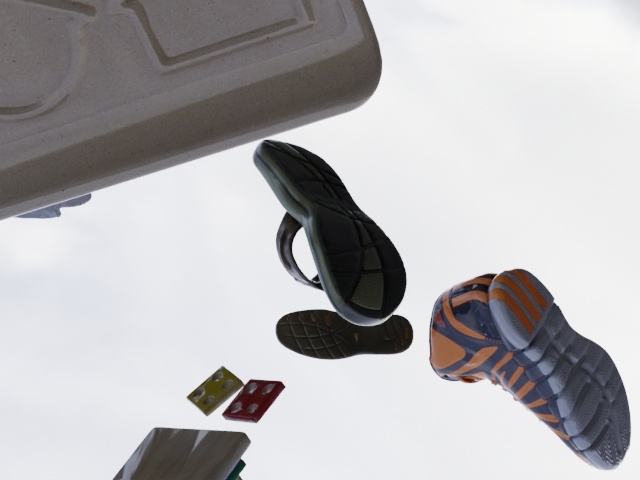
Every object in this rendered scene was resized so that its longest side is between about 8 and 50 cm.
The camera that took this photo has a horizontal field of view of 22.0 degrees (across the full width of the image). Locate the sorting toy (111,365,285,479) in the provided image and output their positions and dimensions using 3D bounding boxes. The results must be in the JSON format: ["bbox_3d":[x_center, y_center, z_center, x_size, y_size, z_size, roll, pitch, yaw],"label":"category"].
[{"bbox_3d":[-0.127,0.223,1.447,0.046,0.132,0.274,55,-127,-26],"label":"sorting toy"}]

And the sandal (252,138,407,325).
[{"bbox_3d":[0.001,0.000,1.759,0.120,0.086,0.303,20,-156,-34],"label":"sandal"}]

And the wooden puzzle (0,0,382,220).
[{"bbox_3d":[-0.161,-0.209,1.055,0.080,0.322,0.348,-83,-26,-62],"label":"wooden puzzle"}]

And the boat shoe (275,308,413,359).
[{"bbox_3d":[0.027,0.122,2.097,0.178,0.064,0.060,2,174,-13],"label":"boat shoe"}]

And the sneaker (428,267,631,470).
[{"bbox_3d":[0.262,0.169,2.116,0.321,0.180,0.124,55,-129,-18],"label":"sneaker"}]

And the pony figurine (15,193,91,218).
[{"bbox_3d":[-0.509,-0.188,2.302,0.363,0.351,0.303,37,-130,-58],"label":"pony figurine"}]
